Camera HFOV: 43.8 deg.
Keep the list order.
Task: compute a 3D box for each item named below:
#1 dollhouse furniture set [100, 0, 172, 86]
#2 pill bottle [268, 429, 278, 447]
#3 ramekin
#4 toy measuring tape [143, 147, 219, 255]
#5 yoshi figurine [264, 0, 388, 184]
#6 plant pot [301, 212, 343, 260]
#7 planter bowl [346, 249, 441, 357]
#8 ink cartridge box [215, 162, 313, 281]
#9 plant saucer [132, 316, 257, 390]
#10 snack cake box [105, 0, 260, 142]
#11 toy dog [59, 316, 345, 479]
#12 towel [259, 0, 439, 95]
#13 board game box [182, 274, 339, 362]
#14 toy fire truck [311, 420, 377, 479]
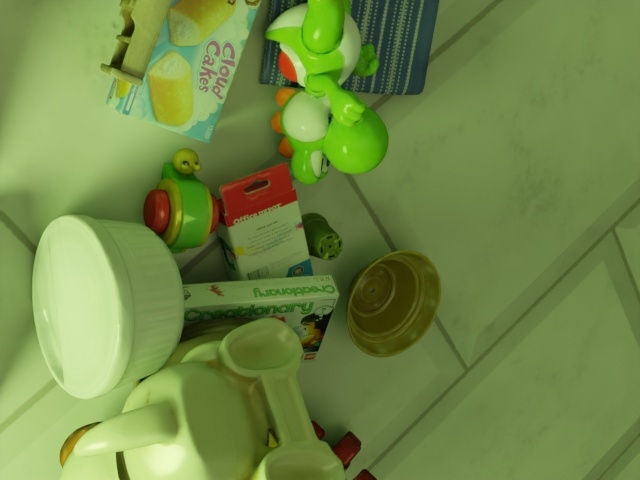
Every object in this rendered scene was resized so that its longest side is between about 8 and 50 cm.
[{"bbox_3d":[-0.327,-0.322,1.027,0.242,0.212,0.161,19,97,-26],"label":"dollhouse furniture set"},{"bbox_3d":[-0.173,0.396,1.433,0.215,0.117,0.117,-40,123,-26],"label":"pill bottle"},{"bbox_3d":[-0.313,0.091,1.180,0.127,0.273,0.273,-5,110,-44],"label":"ramekin"},{"bbox_3d":[-0.232,0.016,1.284,0.121,0.121,0.330,2,106,-32],"label":"toy measuring tape"},{"bbox_3d":[0.041,-0.258,1.277,0.204,0.203,0.362,-11,118,-33],"label":"yoshi figurine"},{"bbox_3d":[0.000,0.000,1.439,0.083,0.079,0.083,-11,112,-29],"label":"plant pot"},{"bbox_3d":[0.121,0.110,1.545,0.217,0.090,0.217,-10,112,-27],"label":"planter bowl"},{"bbox_3d":[-0.104,-0.017,1.369,0.134,0.078,0.231,-23,118,-22],"label":"ink cartridge box"},{"bbox_3d":[-0.175,0.214,1.335,0.278,0.041,0.278,-12,141,-9],"label":"plant saucer"},{"bbox_3d":[-0.202,-0.298,1.204,0.152,0.089,0.264,16,99,-33],"label":"snack cake box"},{"bbox_3d":[-0.227,0.347,1.194,0.408,0.284,0.395,-36,163,34],"label":"toy dog"},{"bbox_3d":[0.060,-0.379,1.373,0.336,0.040,0.243,-2,110,-29],"label":"towel"},{"bbox_3d":[-0.136,0.146,1.349,0.305,0.053,0.193,-4,137,-20],"label":"board game box"},{"bbox_3d":[-0.028,0.490,1.521,0.302,0.169,0.254,-48,168,-10],"label":"toy fire truck"}]
